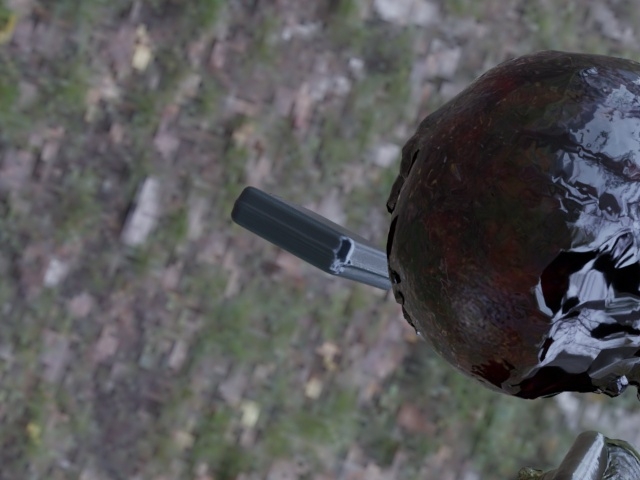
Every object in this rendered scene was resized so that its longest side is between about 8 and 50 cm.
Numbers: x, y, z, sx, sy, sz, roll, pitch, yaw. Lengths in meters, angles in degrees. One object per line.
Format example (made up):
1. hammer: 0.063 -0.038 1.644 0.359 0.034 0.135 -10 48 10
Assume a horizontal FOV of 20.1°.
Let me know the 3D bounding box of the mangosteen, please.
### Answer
1. mangosteen: 0.276 -0.009 1.867 0.381 0.421 0.381 -167 -90 -74

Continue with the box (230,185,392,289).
1. box: 0.000 0.000 2.134 0.050 0.160 0.230 -63 160 3

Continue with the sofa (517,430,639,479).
1. sofa: 0.333 0.375 2.140 0.258 0.182 0.200 67 26 -4
